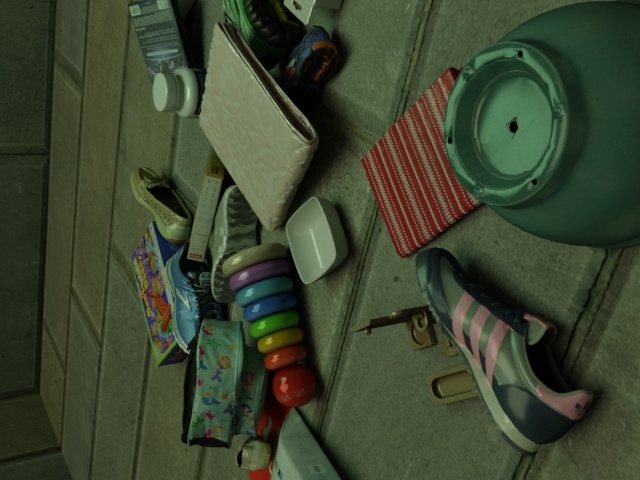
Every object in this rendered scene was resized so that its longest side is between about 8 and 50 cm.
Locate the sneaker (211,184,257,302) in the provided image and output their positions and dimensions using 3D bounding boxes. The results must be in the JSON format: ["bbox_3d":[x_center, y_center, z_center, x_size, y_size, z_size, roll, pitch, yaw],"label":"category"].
[{"bbox_3d":[-0.196,0.005,1.627,0.115,0.105,0.281,-143,61,-66],"label":"sneaker"}]

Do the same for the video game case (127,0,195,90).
[{"bbox_3d":[-0.394,-0.476,1.804,0.196,0.026,0.274,9,120,45],"label":"video game case"}]

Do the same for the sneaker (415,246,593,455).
[{"bbox_3d":[0.248,0.118,0.965,0.131,0.112,0.319,-45,59,29],"label":"sneaker"}]

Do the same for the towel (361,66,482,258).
[{"bbox_3d":[0.170,-0.112,1.098,0.275,0.031,0.199,-43,61,52],"label":"towel"}]

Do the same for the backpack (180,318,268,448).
[{"bbox_3d":[-0.210,0.301,1.545,0.225,0.191,0.253,-108,19,-77],"label":"backpack"}]

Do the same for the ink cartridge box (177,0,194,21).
[{"bbox_3d":[-0.409,-0.676,1.840,0.158,0.092,0.218,-39,64,52],"label":"ink cartridge box"}]

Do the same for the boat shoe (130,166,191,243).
[{"bbox_3d":[-0.430,-0.116,1.949,0.285,0.104,0.089,50,129,27],"label":"boat shoe"}]

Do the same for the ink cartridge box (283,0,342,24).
[{"bbox_3d":[0.003,-0.488,1.270,0.104,0.061,0.181,53,135,39],"label":"ink cartridge box"}]

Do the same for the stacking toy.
[{"bbox_3d":[-0.087,0.178,1.451,0.141,0.141,0.330,-35,73,53],"label":"stacking toy"}]

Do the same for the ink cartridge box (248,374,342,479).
[{"bbox_3d":[-0.096,0.515,1.496,0.385,0.091,0.308,43,127,53],"label":"ink cartridge box"}]

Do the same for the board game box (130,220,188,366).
[{"bbox_3d":[-0.432,0.149,1.995,0.233,0.078,0.347,-46,57,49],"label":"board game box"}]

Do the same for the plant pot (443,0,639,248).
[{"bbox_3d":[0.267,-0.129,0.799,0.293,0.196,0.293,11,103,55],"label":"plant pot"}]

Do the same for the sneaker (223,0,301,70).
[{"bbox_3d":[-0.163,-0.499,1.455,0.146,0.134,0.343,-49,55,48],"label":"sneaker"}]

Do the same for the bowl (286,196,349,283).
[{"bbox_3d":[0.000,0.000,1.347,0.142,0.053,0.142,-42,59,51],"label":"bowl"}]

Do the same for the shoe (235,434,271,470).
[{"bbox_3d":[-0.154,0.459,1.537,0.219,0.058,0.076,135,140,-69],"label":"shoe"}]

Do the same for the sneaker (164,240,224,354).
[{"bbox_3d":[-0.304,0.145,1.757,0.147,0.130,0.330,-56,49,47],"label":"sneaker"}]

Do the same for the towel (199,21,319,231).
[{"bbox_3d":[-0.134,-0.218,1.414,0.317,0.053,0.332,56,153,15],"label":"towel"}]

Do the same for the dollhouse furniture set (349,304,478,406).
[{"bbox_3d":[0.150,0.180,1.079,0.144,0.123,0.151,-34,66,53],"label":"dollhouse furniture set"}]

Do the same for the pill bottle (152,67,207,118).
[{"bbox_3d":[-0.274,-0.330,1.594,0.112,0.186,0.112,11,103,55],"label":"pill bottle"}]

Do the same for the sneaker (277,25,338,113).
[{"bbox_3d":[-0.032,-0.317,1.347,0.221,0.083,0.087,-42,44,48],"label":"sneaker"}]

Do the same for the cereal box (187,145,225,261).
[{"bbox_3d":[-0.267,-0.093,1.682,0.173,0.047,0.240,-93,18,-55],"label":"cereal box"}]
